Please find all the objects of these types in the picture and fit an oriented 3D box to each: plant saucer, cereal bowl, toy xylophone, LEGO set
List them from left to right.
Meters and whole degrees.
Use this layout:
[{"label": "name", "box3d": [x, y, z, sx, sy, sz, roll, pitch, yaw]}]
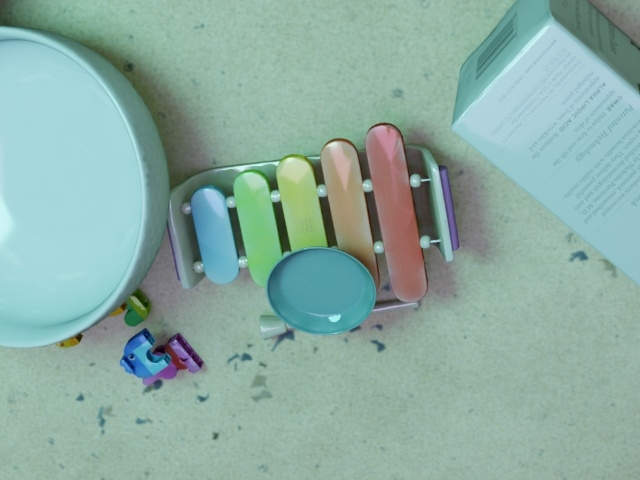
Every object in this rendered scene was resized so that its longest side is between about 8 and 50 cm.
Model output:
[{"label": "cereal bowl", "box3d": [-0.304, -0.063, 1.837, 0.339, 0.141, 0.339, 4, 102, 21]}, {"label": "LEGO set", "box3d": [-0.247, 0.096, 1.948, 0.093, 0.087, 0.227, -34, 103, 18]}, {"label": "toy xylophone", "box3d": [0.000, 0.000, 1.878, 0.322, 0.081, 0.236, -14, 110, 13]}, {"label": "plant saucer", "box3d": [0.001, 0.050, 1.846, 0.119, 0.021, 0.119, 3, 126, 4]}]

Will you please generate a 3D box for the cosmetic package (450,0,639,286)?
[{"label": "cosmetic package", "box3d": [0.325, -0.077, 1.734, 0.385, 0.217, 0.156, 37, 112, -10]}]
